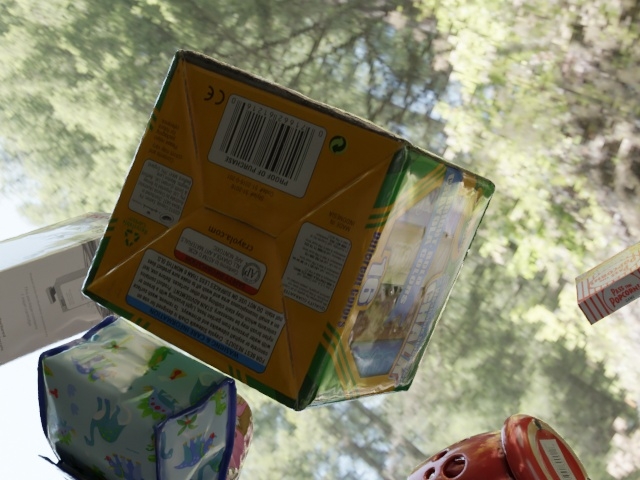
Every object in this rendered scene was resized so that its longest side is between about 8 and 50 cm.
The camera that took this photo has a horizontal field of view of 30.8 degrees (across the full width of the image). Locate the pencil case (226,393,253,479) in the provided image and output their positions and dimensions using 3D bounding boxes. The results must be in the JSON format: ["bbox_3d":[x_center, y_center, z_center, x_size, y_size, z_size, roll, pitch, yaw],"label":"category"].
[{"bbox_3d":[-0.204,0.336,1.446,0.167,0.386,0.160,14,-55,9],"label":"pencil case"}]

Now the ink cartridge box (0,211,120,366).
[{"bbox_3d":[-0.359,0.055,1.527,0.283,0.207,0.117,-22,-73,-37],"label":"ink cartridge box"}]

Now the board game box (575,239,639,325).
[{"bbox_3d":[0.495,0.064,1.914,0.146,0.193,0.045,-33,-87,15],"label":"board game box"}]

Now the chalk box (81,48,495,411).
[{"bbox_3d":[0.000,0.000,0.846,0.179,0.180,0.289,-67,-22,4],"label":"chalk box"}]

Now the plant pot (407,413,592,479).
[{"bbox_3d":[0.225,0.317,1.412,0.174,0.191,0.191,-40,-51,24],"label":"plant pot"}]

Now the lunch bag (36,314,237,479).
[{"bbox_3d":[-0.135,0.152,0.844,0.096,0.128,0.151,-30,-45,-42],"label":"lunch bag"}]
